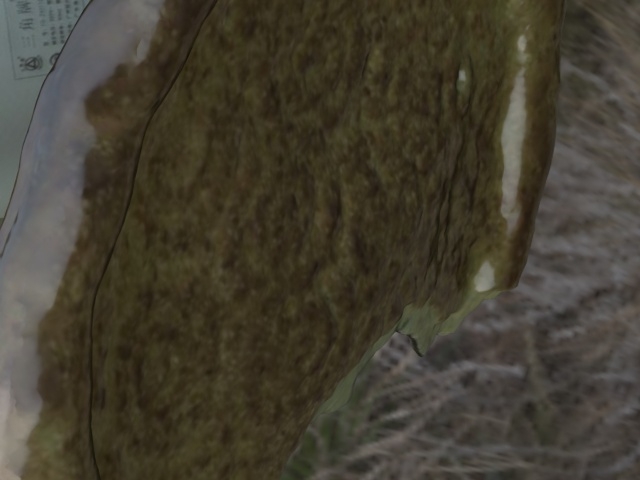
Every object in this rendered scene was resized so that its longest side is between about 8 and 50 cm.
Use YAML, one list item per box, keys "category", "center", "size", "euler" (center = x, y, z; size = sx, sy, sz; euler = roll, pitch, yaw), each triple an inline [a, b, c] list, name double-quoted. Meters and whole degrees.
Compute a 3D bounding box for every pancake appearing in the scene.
- category: "pancake"
  center: [0.000, 0.000, 0.528]
  size: [0.033, 0.288, 0.286]
  euler: [15, 103, 29]

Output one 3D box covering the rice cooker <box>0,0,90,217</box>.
- category: "rice cooker"
  center: [-0.174, -0.113, 0.676]
  size: [0.241, 0.227, 0.280]
  euler: [-151, 51, -75]
